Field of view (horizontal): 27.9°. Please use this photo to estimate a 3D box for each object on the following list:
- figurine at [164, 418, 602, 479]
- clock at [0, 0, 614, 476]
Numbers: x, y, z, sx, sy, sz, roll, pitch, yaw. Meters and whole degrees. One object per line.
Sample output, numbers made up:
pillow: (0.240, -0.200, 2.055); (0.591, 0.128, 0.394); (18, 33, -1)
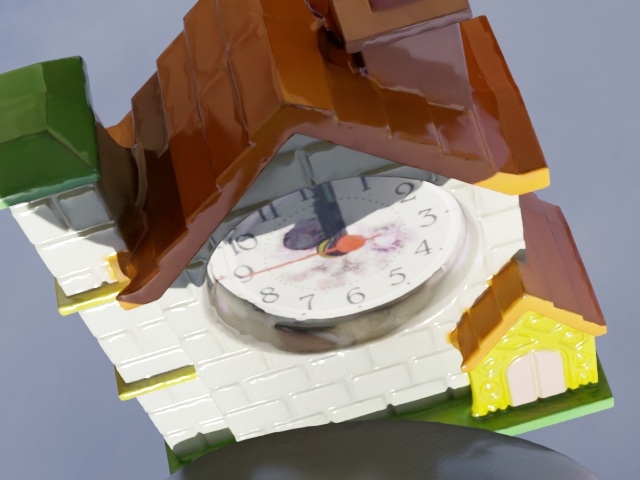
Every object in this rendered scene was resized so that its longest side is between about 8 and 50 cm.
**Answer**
figurine: (-0.012, 0.237, 0.346); (0.224, 0.205, 0.382); (132, -35, -69)
clock: (0.000, 0.000, 0.551); (0.219, 0.255, 0.106); (-17, -127, 3)
